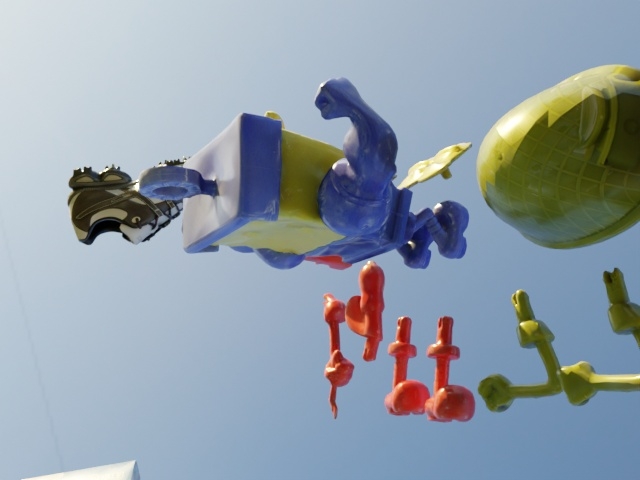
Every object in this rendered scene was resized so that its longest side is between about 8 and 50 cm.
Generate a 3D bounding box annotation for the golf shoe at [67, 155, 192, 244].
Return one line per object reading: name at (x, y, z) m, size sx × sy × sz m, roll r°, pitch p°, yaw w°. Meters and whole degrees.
golf shoe at (-0.183, -0.038, 0.970) m, size 0.198 × 0.077 × 0.094 m, roll -7°, pitch -113°, yaw 3°

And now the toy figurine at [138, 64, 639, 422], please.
toy figurine at (0.000, 0.000, 0.520) m, size 0.362 × 0.217 × 0.191 m, roll -21°, pitch -121°, yaw 62°

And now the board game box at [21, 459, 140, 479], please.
board game box at (-0.181, 0.198, 0.624) m, size 0.090 × 0.090 × 0.020 m, roll -10°, pitch -72°, yaw -2°
